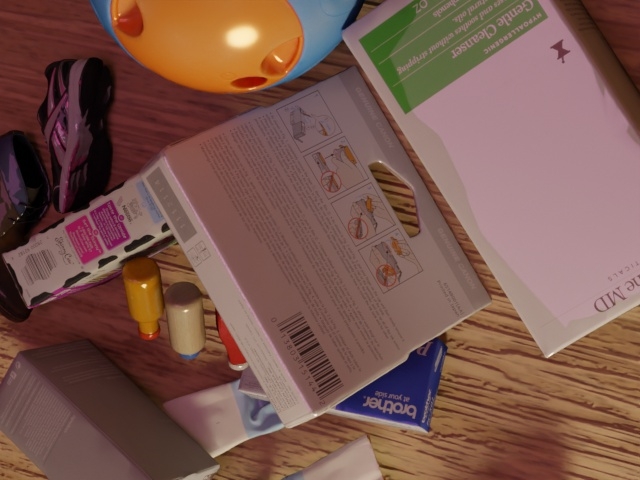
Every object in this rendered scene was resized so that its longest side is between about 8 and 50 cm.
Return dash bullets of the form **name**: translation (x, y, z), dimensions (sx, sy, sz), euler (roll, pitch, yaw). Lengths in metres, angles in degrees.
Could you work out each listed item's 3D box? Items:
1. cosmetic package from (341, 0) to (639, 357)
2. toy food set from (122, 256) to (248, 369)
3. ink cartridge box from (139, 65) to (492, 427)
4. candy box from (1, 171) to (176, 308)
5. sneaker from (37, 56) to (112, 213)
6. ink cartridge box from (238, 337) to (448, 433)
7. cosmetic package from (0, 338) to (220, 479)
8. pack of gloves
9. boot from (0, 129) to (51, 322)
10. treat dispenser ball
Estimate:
- **cosmetic package**: translation (0.210, -0.099, 1.391), dimensions (0.197, 0.155, 0.365), euler (-35, 85, 21)
- **toy food set**: translation (-0.085, 0.066, 1.546), dimensions (0.232, 0.111, 0.104), euler (-12, 138, -11)
- **ink cartridge box**: translation (0.000, 0.000, 1.472), dimensions (0.296, 0.261, 0.066), euler (60, 145, 3)
- **candy box**: translation (-0.203, -0.016, 1.569), dimensions (0.233, 0.159, 0.071), euler (-29, 87, 24)
- **sneaker**: translation (-0.283, -0.121, 1.643), dimensions (0.077, 0.072, 0.178), euler (12, 96, 32)
- **ink cartridge box**: translation (0.023, 0.136, 1.548), dimensions (0.207, 0.046, 0.097), euler (9, 76, 20)
- **cosmetic package**: translation (-0.244, 0.223, 1.630), dimensions (0.238, 0.127, 0.107), euler (43, 112, 23)
- **pack of gloves**: translation (-0.044, 0.235, 1.626), dimensions (0.232, 0.046, 0.195), euler (-23, 78, 22)
- **boot**: translation (-0.357, -0.020, 1.675), dimensions (0.106, 0.082, 0.219), euler (-23, 89, 27)
- **treat dispenser ball**: translation (-0.090, -0.285, 1.404), dimensions (0.288, 0.288, 0.288), euler (4, 101, 21)
